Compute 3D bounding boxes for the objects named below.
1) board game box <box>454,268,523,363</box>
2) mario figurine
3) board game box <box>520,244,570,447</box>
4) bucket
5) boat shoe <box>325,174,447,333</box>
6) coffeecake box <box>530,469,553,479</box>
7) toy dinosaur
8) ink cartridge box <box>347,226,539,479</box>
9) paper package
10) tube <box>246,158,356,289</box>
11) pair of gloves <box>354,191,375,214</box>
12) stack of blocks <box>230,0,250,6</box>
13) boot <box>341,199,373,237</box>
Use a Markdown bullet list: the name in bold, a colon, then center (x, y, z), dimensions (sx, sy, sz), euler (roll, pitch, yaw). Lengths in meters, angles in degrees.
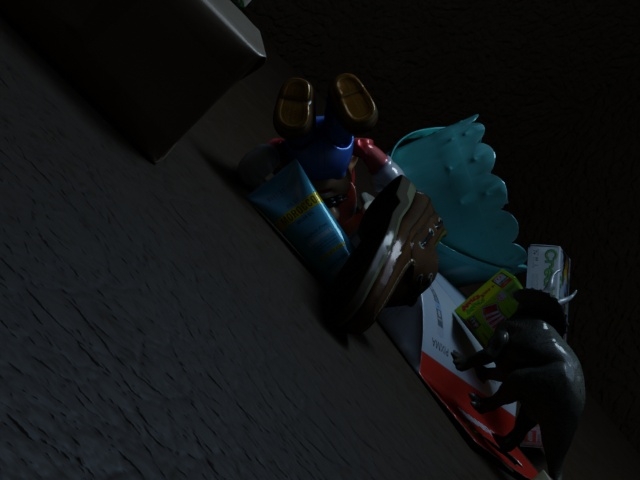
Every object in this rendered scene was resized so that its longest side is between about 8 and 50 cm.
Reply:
- **board game box**: center (0.279, 0.138, 1.901), dimensions (0.181, 0.092, 0.043), euler (51, -4, -23)
- **mario figurine**: center (0.009, -0.092, 1.829), dimensions (0.198, 0.170, 0.320), euler (27, -19, 10)
- **board game box**: center (0.352, 0.168, 2.103), dimensions (0.193, 0.053, 0.305), euler (22, 71, -73)
- **bucket**: center (0.208, -0.051, 2.156), dimensions (0.281, 0.183, 0.281), euler (-19, 90, -85)
- **boat shoe**: center (0.096, 0.026, 1.634), dimensions (0.104, 0.110, 0.307), euler (41, 35, -9)
- **coffeecake box**: center (0.304, 0.367, 1.512), dimensions (0.185, 0.068, 0.142), euler (44, 9, -23)
- **toy dinosaur**: center (0.273, 0.174, 1.732), dimensions (0.121, 0.160, 0.314), euler (41, 26, -41)
- **ink cartridge box**: center (0.207, 0.168, 1.900), dimensions (0.308, 0.091, 0.385), euler (38, 11, -49)
- **paper package**: center (-0.228, -0.277, 1.496), dimensions (0.325, 0.168, 0.309), euler (45, 8, -13)
- **tube**: center (0.000, 0.000, 1.706), dimensions (0.207, 0.080, 0.052), euler (52, -11, 8)
- **pair of gloves**: center (0.089, 0.001, 2.239), dimensions (0.204, 0.042, 0.240), euler (60, 18, 21)
- **stack of blocks**: center (-0.204, -0.381, 1.703), dimensions (0.297, 0.087, 0.171), euler (17, -37, 27)
- **boot**: center (0.083, -0.028, 2.080), dimensions (0.059, 0.084, 0.158), euler (49, 24, 11)
